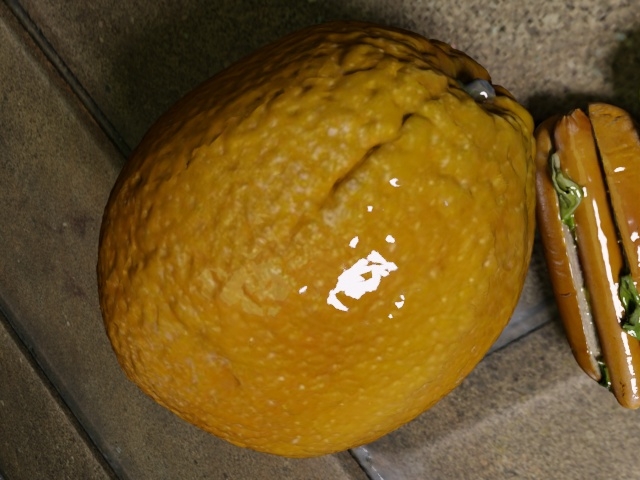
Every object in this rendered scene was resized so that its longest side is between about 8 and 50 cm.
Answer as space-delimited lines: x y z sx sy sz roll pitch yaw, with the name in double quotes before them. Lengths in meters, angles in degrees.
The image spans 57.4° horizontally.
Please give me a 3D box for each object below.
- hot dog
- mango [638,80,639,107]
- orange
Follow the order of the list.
"hot dog" 0.231 0.015 0.471 0.100 0.068 0.249 -10 103 41
"mango" 0.261 -0.087 0.405 0.073 0.056 0.108 -1 110 9
"orange" 0.000 0.000 0.473 0.357 0.322 0.322 -41 83 35
